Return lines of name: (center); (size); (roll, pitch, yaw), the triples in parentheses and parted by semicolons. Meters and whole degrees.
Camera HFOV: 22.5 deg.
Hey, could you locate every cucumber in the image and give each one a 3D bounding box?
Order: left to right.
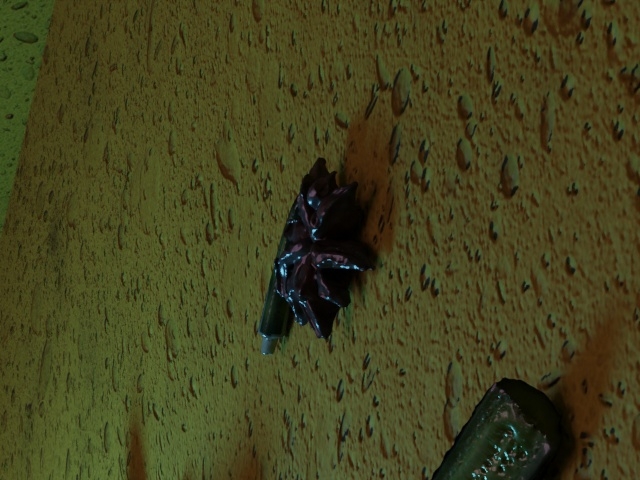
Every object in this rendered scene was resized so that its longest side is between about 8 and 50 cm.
cucumber: (0.135, 0.195, 1.299); (0.078, 0.062, 0.211); (44, 129, 20)

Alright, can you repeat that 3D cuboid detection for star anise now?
star anise: (0.000, 0.000, 1.666); (0.182, 0.065, 0.195); (132, 141, -57)

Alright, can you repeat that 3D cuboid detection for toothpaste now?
toothpaste: (-0.040, 0.036, 1.810); (0.049, 0.031, 0.204); (-82, 5, -71)
